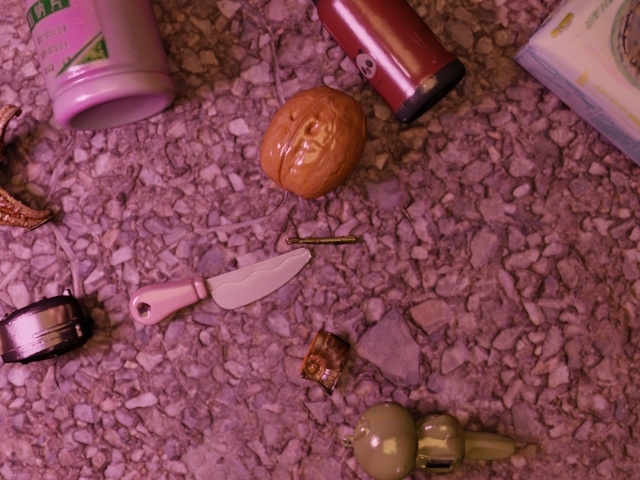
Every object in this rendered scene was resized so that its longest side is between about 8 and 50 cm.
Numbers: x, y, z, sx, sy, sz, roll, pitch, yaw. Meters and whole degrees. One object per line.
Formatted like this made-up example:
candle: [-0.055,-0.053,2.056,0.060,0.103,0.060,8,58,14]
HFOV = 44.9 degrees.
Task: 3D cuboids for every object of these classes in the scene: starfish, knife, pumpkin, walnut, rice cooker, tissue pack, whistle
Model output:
starfish: [-0.612,-0.114,1.369,0.303,0.113,0.312,36,99,5]
knife: [-0.173,0.087,1.380,0.335,0.043,0.081,-14,100,-1]
pumpkin: [0.008,0.214,1.375,0.073,0.035,0.101,27,86,-9]
walnut: [-0.009,-0.169,1.322,0.165,0.165,0.197,38,98,2]
rice cooker: [-0.483,0.158,1.353,0.165,0.112,0.107,-28,82,1]
tissue pack: [0.568,-0.296,1.294,0.388,0.162,0.287,41,95,0]
whistle: [0.180,0.336,1.335,0.293,0.141,0.141,-4,88,-17]

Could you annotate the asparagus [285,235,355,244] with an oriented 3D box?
asparagus: [0.000,0.000,1.386,0.127,0.018,0.015,-2,55,2]

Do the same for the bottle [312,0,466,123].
bottle: [0.091,-0.369,1.327,0.144,0.144,0.336,-39,88,1]

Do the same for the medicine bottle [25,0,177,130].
medicine bottle: [-0.384,-0.369,1.311,0.211,0.212,0.326,-16,89,2]
